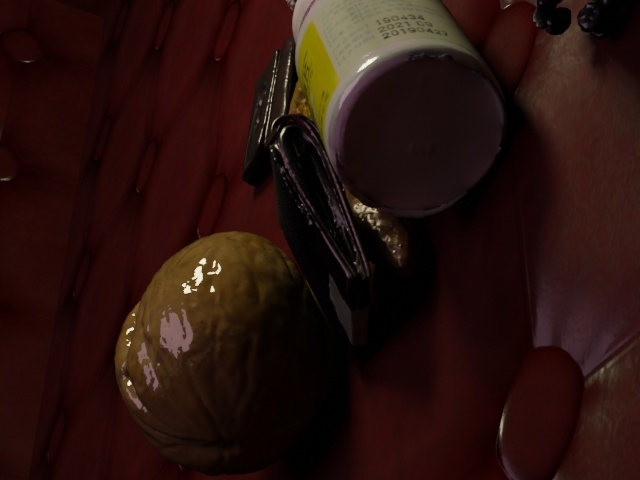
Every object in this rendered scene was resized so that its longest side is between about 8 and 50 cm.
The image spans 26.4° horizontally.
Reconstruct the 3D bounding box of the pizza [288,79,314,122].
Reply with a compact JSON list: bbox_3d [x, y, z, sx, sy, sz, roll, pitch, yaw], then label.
[{"bbox_3d":[-0.003,-0.165,2.001,0.268,0.087,0.258,141,130,-61],"label":"pizza"}]

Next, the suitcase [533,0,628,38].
[{"bbox_3d":[0.237,-0.450,1.382,0.194,0.283,0.434,16,88,49],"label":"suitcase"}]

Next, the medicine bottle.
[{"bbox_3d":[0.083,-0.205,1.679,0.213,0.213,0.378,-64,21,23],"label":"medicine bottle"}]

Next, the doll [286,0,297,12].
[{"bbox_3d":[0.000,-0.445,2.247,0.105,0.115,0.221,114,160,-47],"label":"doll"}]

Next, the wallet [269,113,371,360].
[{"bbox_3d":[0.000,0.000,1.727,0.221,0.071,0.262,93,156,-58],"label":"wallet"}]

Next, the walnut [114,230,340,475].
[{"bbox_3d":[-0.123,0.146,1.838,0.333,0.333,0.333,-53,28,43],"label":"walnut"}]

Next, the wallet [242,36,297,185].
[{"bbox_3d":[-0.088,-0.231,2.403,0.182,0.049,0.229,130,152,-53],"label":"wallet"}]

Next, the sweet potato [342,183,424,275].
[{"bbox_3d":[0.078,-0.018,1.734,0.097,0.097,0.251,-67,25,16],"label":"sweet potato"}]
